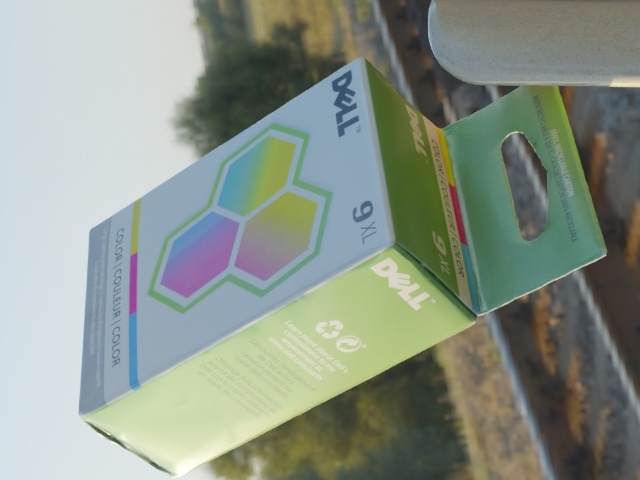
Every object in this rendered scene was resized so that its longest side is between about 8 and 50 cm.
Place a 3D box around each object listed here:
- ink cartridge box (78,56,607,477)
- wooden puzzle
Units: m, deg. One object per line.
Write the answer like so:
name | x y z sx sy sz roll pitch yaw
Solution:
ink cartridge box | 0.000 0.000 0.580 0.062 0.209 0.109 42 -151 -37
wooden puzzle | 0.162 -0.104 0.616 0.238 0.221 0.044 -73 -17 -66
